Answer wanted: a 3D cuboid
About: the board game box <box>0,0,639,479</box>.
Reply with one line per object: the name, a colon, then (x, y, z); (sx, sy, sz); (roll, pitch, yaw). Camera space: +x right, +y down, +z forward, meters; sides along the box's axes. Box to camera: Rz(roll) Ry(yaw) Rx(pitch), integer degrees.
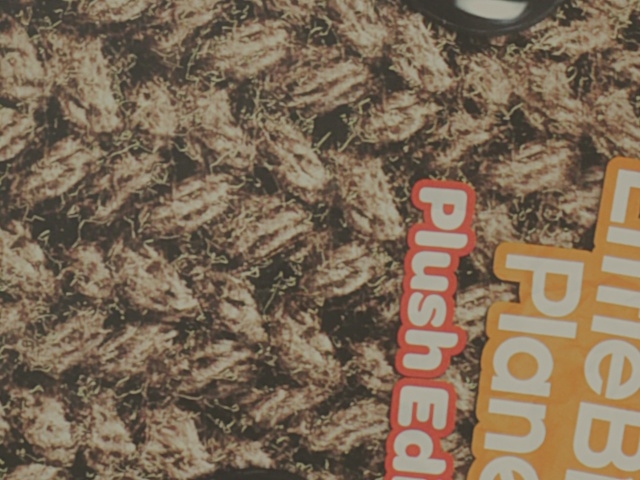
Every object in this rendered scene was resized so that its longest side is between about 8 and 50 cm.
board game box: (0.000, 0.000, 0.496); (0.291, 0.141, 0.232); (14, -96, 8)
